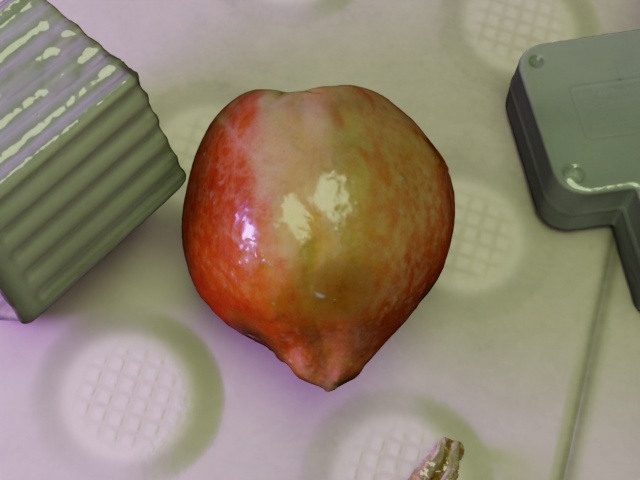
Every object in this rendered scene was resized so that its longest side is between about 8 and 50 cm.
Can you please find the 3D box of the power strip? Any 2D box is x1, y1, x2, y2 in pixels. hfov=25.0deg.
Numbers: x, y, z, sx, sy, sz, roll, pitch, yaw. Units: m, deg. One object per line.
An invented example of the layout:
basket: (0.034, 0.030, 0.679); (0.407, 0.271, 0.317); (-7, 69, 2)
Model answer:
power strip: (0.312, -0.077, 1.307); (0.229, 0.141, 0.261); (-8, 64, -9)

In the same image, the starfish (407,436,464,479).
starfish: (0.107, 0.277, 1.169); (0.231, 0.048, 0.295); (-39, 76, -21)

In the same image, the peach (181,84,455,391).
peach: (0.000, 0.000, 1.192); (0.232, 0.232, 0.257); (-5, 76, -9)

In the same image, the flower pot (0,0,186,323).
flower pot: (-0.257, -0.068, 1.196); (0.239, 0.209, 0.189); (42, 68, 14)
